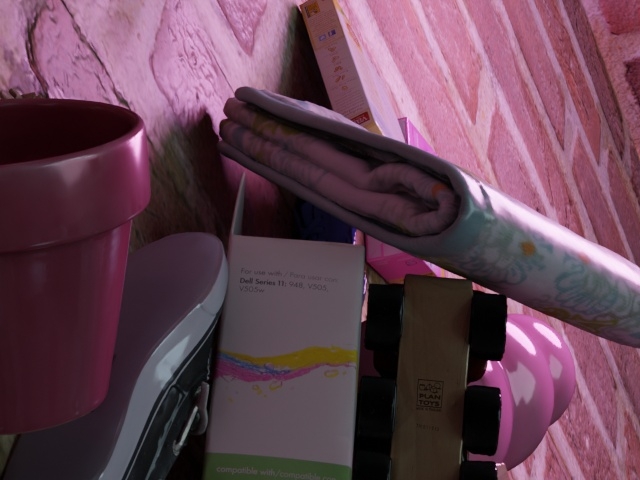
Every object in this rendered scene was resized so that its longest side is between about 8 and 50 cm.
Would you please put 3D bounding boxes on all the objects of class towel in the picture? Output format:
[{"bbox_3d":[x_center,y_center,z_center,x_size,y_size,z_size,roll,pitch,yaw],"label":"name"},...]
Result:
[{"bbox_3d":[0.112,-0.029,1.637,0.320,0.374,0.090,21,96,-41],"label":"towel"}]

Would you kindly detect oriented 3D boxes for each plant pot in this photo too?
[{"bbox_3d":[-0.204,0.017,1.107,0.201,0.201,0.180,-45,136,-66],"label":"plant pot"}]

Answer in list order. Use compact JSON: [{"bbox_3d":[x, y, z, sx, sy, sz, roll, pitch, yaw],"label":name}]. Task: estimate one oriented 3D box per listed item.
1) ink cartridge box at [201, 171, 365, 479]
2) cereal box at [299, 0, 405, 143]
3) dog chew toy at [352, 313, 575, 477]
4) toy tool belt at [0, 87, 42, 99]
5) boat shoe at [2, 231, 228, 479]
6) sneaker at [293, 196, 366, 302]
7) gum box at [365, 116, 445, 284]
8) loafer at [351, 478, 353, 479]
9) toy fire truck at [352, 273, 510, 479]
[{"bbox_3d":[-0.031,0.138,1.456,0.207,0.119,0.353,96,-2,-53],"label":"ink cartridge box"},{"bbox_3d":[0.049,-0.141,1.933,0.240,0.047,0.173,-105,167,-45],"label":"cereal box"},{"bbox_3d":[0.140,0.158,1.780,0.332,0.207,0.206,-14,92,-49],"label":"dog chew toy"},{"bbox_3d":[-0.225,-0.086,1.296,0.051,0.052,0.083,52,5,27],"label":"toy tool belt"},{"bbox_3d":[-0.135,0.121,1.312,0.306,0.113,0.105,-73,151,-47],"label":"boat shoe"},{"bbox_3d":[0.000,0.000,1.800,0.082,0.069,0.209,35,45,-42],"label":"sneaker"},{"bbox_3d":[0.098,-0.045,2.067,0.107,0.062,0.188,43,40,-56],"label":"gum box"},{"bbox_3d":[0.005,0.237,1.648,0.076,0.078,0.223,-10,88,-70],"label":"loafer"},{"bbox_3d":[0.109,0.161,1.535,0.246,0.158,0.217,93,2,-75],"label":"toy fire truck"}]
